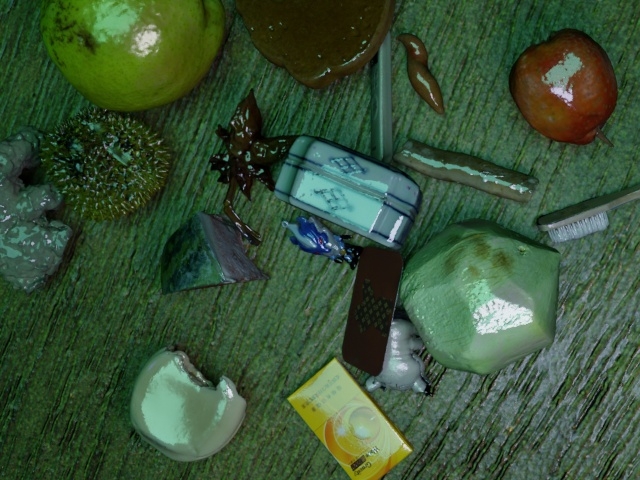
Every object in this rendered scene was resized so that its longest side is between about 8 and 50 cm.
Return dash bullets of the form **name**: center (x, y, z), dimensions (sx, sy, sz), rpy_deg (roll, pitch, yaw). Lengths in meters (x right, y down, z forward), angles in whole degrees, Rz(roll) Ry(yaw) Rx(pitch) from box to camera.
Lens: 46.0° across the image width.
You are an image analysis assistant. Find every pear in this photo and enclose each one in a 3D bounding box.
- **pear**: center (-0.392, -0.469, 1.638), dimensions (0.390, 0.391, 0.391), rpy_deg (0, 90, 12)

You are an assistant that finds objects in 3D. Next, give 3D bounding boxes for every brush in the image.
- **brush**: center (0.619, -0.068, 1.575), dimensions (0.327, 0.070, 0.065), rpy_deg (-21, 104, 9)

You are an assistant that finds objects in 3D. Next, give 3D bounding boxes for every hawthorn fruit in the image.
- **hawthorn fruit**: center (0.506, -0.291, 1.527), dimensions (0.210, 0.210, 0.262), rpy_deg (-30, 90, 10)

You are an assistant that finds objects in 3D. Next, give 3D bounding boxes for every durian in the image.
- **durian**: center (-0.498, -0.170, 1.734), dimensions (0.291, 0.224, 0.291), rpy_deg (5, 76, -20)

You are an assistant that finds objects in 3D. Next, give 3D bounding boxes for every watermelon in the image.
- **watermelon**: center (-0.250, 0.054, 1.691), dimensions (0.231, 0.310, 0.193), rpy_deg (-29, 82, -28)

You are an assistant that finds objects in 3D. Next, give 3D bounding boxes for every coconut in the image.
- **coconut**: center (0.338, 0.105, 1.524), dimensions (0.328, 0.281, 0.329), rpy_deg (-18, 51, 24)

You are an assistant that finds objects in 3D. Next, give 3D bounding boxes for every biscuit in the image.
- **biscuit**: center (-0.018, -0.520, 1.674), dimensions (0.381, 0.074, 0.359), rpy_deg (20, 83, 27)

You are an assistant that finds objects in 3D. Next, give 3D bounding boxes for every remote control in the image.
- **remote control**: center (0.135, -0.315, 1.663), dimensions (0.038, 0.090, 0.310), rpy_deg (0, 90, -9)

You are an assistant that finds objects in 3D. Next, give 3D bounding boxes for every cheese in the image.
- **cheese**: center (-0.305, 0.370, 1.727), dimensions (0.266, 0.127, 0.233), rpy_deg (34, 96, 9)

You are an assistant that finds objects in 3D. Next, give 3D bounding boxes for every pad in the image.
- **pad**: center (0.110, 0.149, 1.635), dimensions (0.004, 0.181, 0.267), rpy_deg (10, 91, -27)

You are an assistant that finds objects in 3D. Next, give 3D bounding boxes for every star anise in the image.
- **star anise**: center (-0.153, -0.159, 1.691), dimensions (0.237, 0.148, 0.347), rpy_deg (-2, 79, 14)

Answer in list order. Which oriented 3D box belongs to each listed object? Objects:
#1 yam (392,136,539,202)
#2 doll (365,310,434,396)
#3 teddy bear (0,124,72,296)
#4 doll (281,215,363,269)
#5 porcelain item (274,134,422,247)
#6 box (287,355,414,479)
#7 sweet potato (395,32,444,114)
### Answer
- **yam**: center (0.311, -0.152, 1.634), dimensions (0.317, 0.067, 0.071), rpy_deg (19, 52, 11)
- **doll**: center (0.168, 0.249, 1.647), dimensions (0.149, 0.095, 0.192), rpy_deg (-5, 86, 9)
- **teddy bear**: center (-0.757, -0.047, 1.812), dimensions (0.357, 0.224, 0.368), rpy_deg (-27, 99, 9)
- **doll**: center (0.000, 0.000, 1.699), dimensions (0.195, 0.070, 0.096), rpy_deg (25, 125, 8)
- **porcelain item**: center (0.066, -0.101, 1.574), dimensions (0.281, 0.286, 0.157), rpy_deg (25, 92, 12)
- **box**: center (0.065, 0.411, 1.692), dimensions (0.152, 0.043, 0.269), rpy_deg (-43, 81, 8)
- **sweet potato**: center (0.222, -0.368, 1.660), dimensions (0.055, 0.058, 0.202), rpy_deg (-23, 86, 32)
